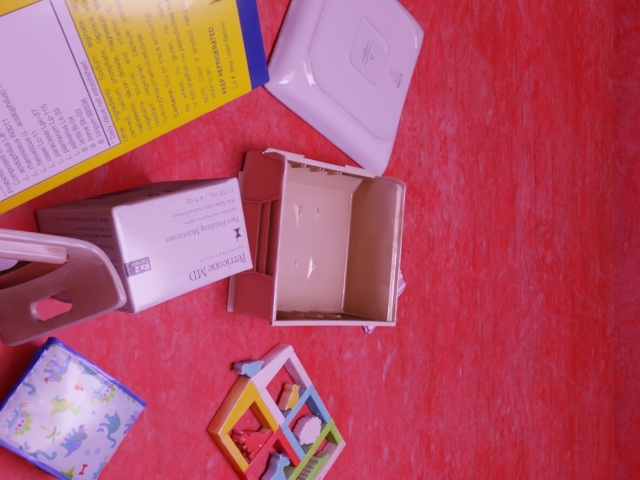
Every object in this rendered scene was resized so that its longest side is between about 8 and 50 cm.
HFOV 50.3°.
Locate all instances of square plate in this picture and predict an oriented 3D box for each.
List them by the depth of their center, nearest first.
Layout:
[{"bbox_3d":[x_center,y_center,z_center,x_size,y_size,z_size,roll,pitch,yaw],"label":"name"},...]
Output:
[{"bbox_3d":[0.071,-0.338,1.230,0.344,0.049,0.347,32,69,-44],"label":"square plate"}]

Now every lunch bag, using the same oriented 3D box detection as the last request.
[{"bbox_3d":[-0.305,0.203,0.802,0.129,0.096,0.151,-61,142,-26],"label":"lunch bag"}]

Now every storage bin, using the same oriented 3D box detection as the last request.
[{"bbox_3d":[0.000,0.000,1.092,0.262,0.123,0.260,6,88,-42],"label":"storage bin"}]

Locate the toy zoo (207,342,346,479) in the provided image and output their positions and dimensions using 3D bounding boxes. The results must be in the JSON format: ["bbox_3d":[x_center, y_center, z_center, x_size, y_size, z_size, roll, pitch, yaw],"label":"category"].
[{"bbox_3d":[-0.071,0.307,1.115,0.192,0.030,0.293,-48,125,-35],"label":"toy zoo"}]

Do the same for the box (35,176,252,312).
[{"bbox_3d":[-0.213,-0.001,0.830,0.181,0.182,0.119,-22,107,-46],"label":"box"}]

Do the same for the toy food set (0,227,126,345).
[{"bbox_3d":[-0.367,0.059,0.609,0.306,0.219,0.092,11,65,-53],"label":"toy food set"}]

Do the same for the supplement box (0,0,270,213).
[{"bbox_3d":[-0.256,-0.198,0.641,0.356,0.195,0.194,-31,143,-20],"label":"supplement box"}]

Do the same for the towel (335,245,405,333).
[{"bbox_3d":[0.097,0.061,1.292,0.144,0.029,0.197,-47,124,-35],"label":"towel"}]
